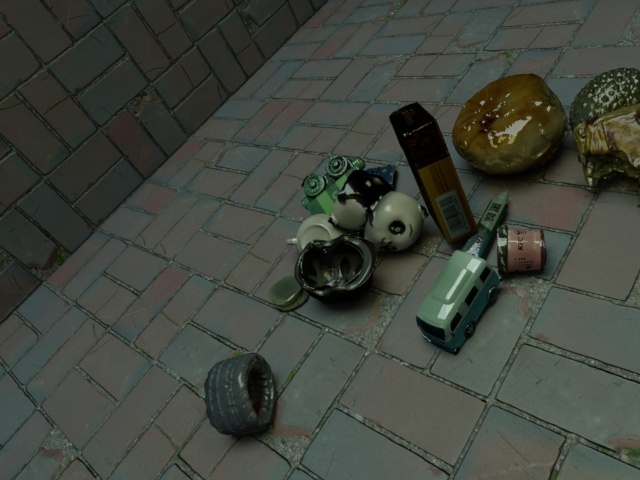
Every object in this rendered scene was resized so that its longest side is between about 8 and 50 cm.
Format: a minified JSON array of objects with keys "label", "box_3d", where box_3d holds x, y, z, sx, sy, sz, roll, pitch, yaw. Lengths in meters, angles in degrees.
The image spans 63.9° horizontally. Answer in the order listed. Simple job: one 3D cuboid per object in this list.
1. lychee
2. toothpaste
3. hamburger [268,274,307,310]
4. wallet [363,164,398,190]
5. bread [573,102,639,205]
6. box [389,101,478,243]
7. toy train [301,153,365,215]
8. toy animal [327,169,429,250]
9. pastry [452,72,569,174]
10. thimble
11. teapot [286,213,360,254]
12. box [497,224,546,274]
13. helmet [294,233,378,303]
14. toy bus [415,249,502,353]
[{"label":"lychee","box_3d":[0.957,-0.424,1.684,0.256,0.274,0.255,5,37,-4]},{"label":"toothpaste","box_3d":[0.527,-0.012,1.678,0.099,0.061,0.392,17,63,37]},{"label":"hamburger","box_3d":[-0.119,0.194,1.886,0.133,0.062,0.140,-39,38,-14]},{"label":"wallet","box_3d":[0.214,-0.246,2.120,0.203,0.059,0.141,-8,43,27]},{"label":"bread","box_3d":[0.972,-0.251,1.504,0.370,0.192,0.313,-18,82,34]},{"label":"box","box_3d":[0.368,-0.227,1.689,0.116,0.415,0.264,-24,26,10]},{"label":"toy train","box_3d":[0.074,-0.192,2.034,0.299,0.167,0.238,-39,62,15]},{"label":"toy animal","box_3d":[0.209,-0.097,1.790,0.310,0.251,0.250,30,63,7]},{"label":"pastry","box_3d":[0.673,-0.397,1.824,0.410,0.245,0.409,-26,42,26]},{"label":"thimble","box_3d":[-0.247,0.475,1.584,0.172,0.205,0.236,-21,65,20]},{"label":"teapot","box_3d":[0.000,0.000,1.931,0.298,0.139,0.204,4,96,24]},{"label":"box","box_3d":[0.598,0.030,1.532,0.135,0.151,0.151,1,49,21]},{"label":"helmet","box_3d":[0.071,0.117,1.753,0.306,0.177,0.224,-1,55,23]},{"label":"toy bus","box_3d":[0.390,0.171,1.488,0.133,0.165,0.271,24,74,45]}]
